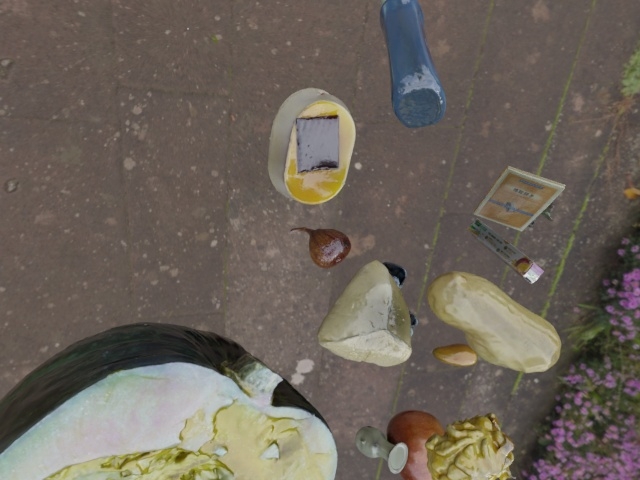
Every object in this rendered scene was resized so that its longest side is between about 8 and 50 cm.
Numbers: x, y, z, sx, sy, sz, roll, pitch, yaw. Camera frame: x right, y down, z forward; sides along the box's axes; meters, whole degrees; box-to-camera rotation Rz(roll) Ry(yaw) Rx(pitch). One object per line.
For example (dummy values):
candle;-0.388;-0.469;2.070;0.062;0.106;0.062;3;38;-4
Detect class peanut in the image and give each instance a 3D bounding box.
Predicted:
peanut;0.356;0.176;0.903;0.318;0.147;0.148;31;104;-10

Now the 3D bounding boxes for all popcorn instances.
popcorn;0.127;0.182;0.365;0.082;0.057;0.083;10;132;-35

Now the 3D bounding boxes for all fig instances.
fig;0.000;0.000;1.434;0.134;0.201;0.146;-53;152;9

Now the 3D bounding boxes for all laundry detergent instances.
laundry detergent;0.169;-0.366;0.818;0.094;0.290;0.143;-13;158;24

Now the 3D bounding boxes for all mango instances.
mango;0.559;0.471;1.783;0.183;0.102;0.085;8;108;-7

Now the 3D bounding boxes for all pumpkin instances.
pumpkin;-0.152;0.200;0.408;0.293;0.196;0.264;42;79;-32

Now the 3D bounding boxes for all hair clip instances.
hair clip;0.249;0.248;1.688;0.206;0.194;0.311;-8;106;32

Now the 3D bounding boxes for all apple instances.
apple;0.271;0.544;1.132;0.162;0.201;0.201;-26;120;8

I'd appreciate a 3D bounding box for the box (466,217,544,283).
box;0.415;0.020;0.983;0.049;0.207;0.041;30;106;-33

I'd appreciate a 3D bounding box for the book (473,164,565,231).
book;0.592;-0.119;1.308;0.170;0.018;0.242;20;151;6

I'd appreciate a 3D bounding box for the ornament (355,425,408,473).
ornament;0.146;0.521;1.093;0.081;0.156;0.075;20;79;-28

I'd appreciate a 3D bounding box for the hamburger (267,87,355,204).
hamburger;-0.025;-0.242;1.134;0.226;0.151;0.296;3;117;-26

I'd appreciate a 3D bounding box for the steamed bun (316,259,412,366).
steamed bun;0.131;0.180;0.937;0.212;0.110;0.231;42;70;-20

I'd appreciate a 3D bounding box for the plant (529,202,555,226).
plant;0.686;-0.121;1.448;0.202;0.131;0.143;5;113;9
